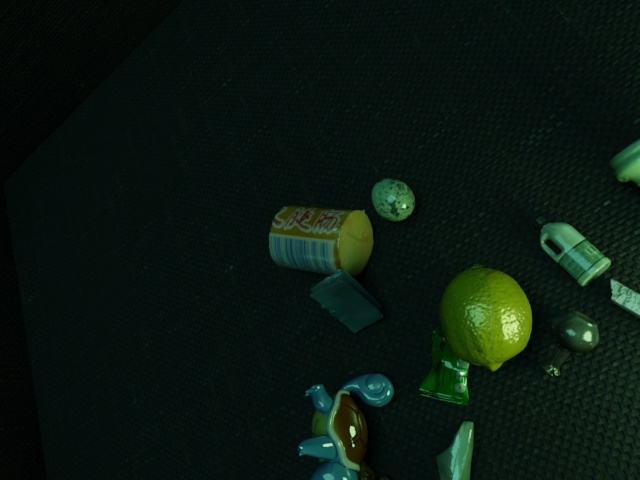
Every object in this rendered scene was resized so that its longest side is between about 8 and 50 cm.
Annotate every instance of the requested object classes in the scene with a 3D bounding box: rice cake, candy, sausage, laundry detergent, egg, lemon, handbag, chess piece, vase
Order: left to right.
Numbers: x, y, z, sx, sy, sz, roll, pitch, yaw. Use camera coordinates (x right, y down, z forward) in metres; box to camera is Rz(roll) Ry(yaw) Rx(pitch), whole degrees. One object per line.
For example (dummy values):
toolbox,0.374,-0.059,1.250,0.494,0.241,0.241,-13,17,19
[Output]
sausage,0.000,0.000,1.838,0.287,0.233,0.232,6,81,34
handbag,0.086,0.199,1.748,0.144,0.221,0.057,-36,27,27
egg,0.234,-0.138,1.786,0.132,0.132,0.172,-50,46,12
candy,0.373,0.372,1.597,0.141,0.078,0.203,9,88,34
lemon,0.450,0.209,1.493,0.268,0.267,0.267,-9,73,30
laundry detergent,0.677,0.015,1.502,0.099,0.070,0.225,-49,58,19
vase,0.647,0.276,1.434,0.120,0.120,0.182,36,111,34
chess piece,0.887,-0.122,1.351,0.195,0.195,0.298,-32,71,21
rice cake,0.872,0.213,1.326,0.365,0.073,0.056,37,101,33

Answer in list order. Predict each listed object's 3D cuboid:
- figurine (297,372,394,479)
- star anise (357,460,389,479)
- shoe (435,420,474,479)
figurine,0.053,0.581,1.662,0.243,0.297,0.416,18,66,15
star anise,0.140,0.793,1.618,0.220,0.099,0.214,29,84,34
shoe,0.367,0.624,1.520,0.100,0.103,0.250,9,77,33
